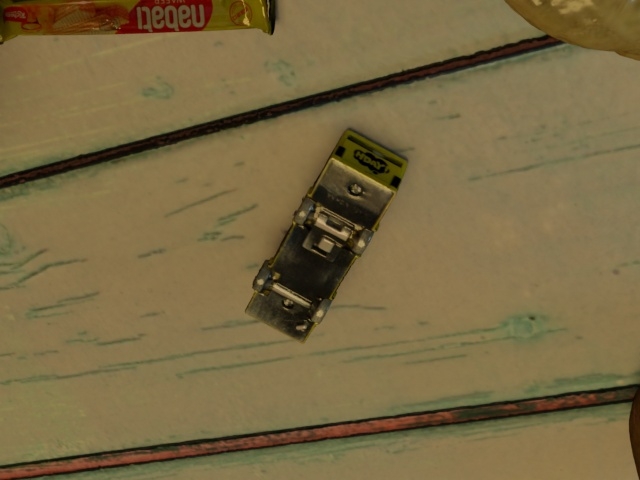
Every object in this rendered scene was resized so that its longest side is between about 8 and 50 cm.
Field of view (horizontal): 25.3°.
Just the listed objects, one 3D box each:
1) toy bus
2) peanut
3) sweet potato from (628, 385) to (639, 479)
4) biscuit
[{"bbox_3d":[0.000,0.000,1.345,0.081,0.074,0.226,26,132,-2],"label":"toy bus"},{"bbox_3d":[0.167,-0.232,1.069,0.274,0.111,0.125,32,97,-12],"label":"peanut"},{"bbox_3d":[0.355,0.147,1.331,0.108,0.079,0.346,6,135,-21],"label":"sweet potato"},{"bbox_3d":[-0.175,-0.204,1.278,0.292,0.026,0.048,1,109,20],"label":"biscuit"}]
